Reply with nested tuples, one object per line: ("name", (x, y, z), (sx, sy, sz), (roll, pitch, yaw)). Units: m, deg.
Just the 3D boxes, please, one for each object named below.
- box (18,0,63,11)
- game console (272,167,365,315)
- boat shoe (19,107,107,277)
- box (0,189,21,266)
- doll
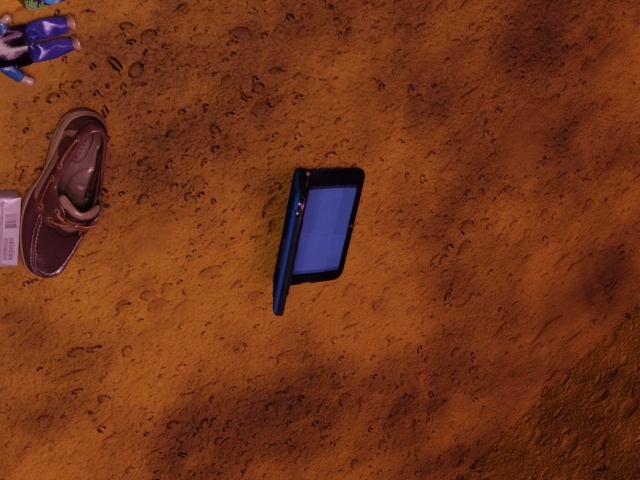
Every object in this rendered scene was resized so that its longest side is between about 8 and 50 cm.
("box", (-0.383, -0.549, 1.361), (0.290, 0.177, 0.279), (-25, 126, -18))
("game console", (0.000, 0.000, 1.930), (0.173, 0.250, 0.293), (9, 114, -6))
("boat shoe", (-0.468, -0.070, 1.619), (0.123, 0.123, 0.342), (14, 108, -37))
("box", (-0.649, -0.018, 1.593), (0.186, 0.038, 0.145), (-4, 118, -31))
("doll", (-0.510, -0.328, 1.494), (0.189, 0.046, 0.129), (-19, 124, -22))
